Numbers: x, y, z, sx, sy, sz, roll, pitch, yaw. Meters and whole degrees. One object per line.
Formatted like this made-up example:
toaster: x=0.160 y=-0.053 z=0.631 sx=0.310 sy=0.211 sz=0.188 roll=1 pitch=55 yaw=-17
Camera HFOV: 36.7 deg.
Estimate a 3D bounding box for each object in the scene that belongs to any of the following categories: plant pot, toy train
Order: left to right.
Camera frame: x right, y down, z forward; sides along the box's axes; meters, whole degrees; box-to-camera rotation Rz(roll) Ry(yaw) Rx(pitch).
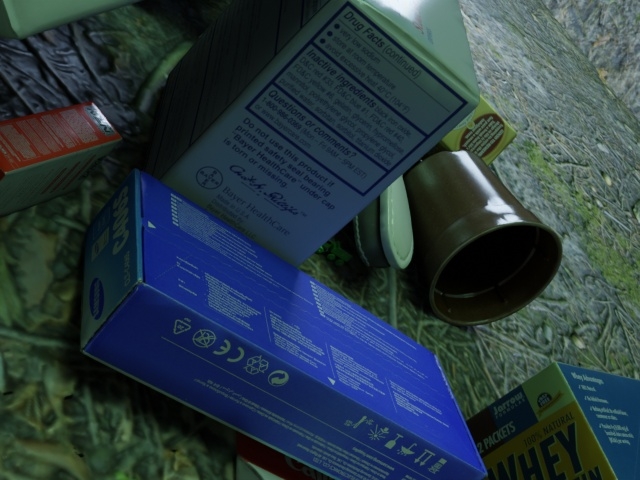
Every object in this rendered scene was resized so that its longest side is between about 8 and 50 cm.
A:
toy train: x=0.000 y=0.000 z=1.020 sx=0.083 sy=0.024 sz=0.017 roll=33 pitch=32 yaw=-28
plant pot: x=0.178 y=-0.012 z=1.162 sx=0.167 sy=0.167 sz=0.165 roll=24 pitch=29 yaw=-38

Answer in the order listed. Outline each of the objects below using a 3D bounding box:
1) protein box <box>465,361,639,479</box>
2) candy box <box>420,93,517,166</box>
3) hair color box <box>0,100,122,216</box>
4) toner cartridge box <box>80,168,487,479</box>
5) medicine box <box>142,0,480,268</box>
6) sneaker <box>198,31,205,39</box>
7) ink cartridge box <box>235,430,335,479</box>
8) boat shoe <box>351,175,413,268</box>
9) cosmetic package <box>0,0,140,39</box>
protein box: x=0.282 y=0.253 z=0.988 sx=0.200 sy=0.136 sz=0.201 roll=16 pitch=42 yaw=-45
candy box: x=0.104 y=-0.221 z=1.298 sx=0.316 sy=0.087 sz=0.183 roll=45 pitch=-3 yaw=-8
hair color box: x=-0.220 y=-0.059 z=0.728 sx=0.043 sy=0.072 sz=0.141 roll=51 pitch=27 yaw=3
toner cartridge box: x=-0.026 y=0.092 z=0.785 sx=0.348 sy=0.075 sz=0.165 roll=33 pitch=19 yaw=-27
medicine box: x=-0.019 y=-0.138 z=0.881 sx=0.149 sy=0.289 sz=0.263 roll=36 pitch=31 yaw=-24
sneaker: x=-0.047 y=-0.177 z=1.087 sx=0.232 sy=0.090 sz=0.115 roll=34 pitch=47 yaw=26
ink cartridge box: x=0.016 y=0.219 z=0.744 sx=0.181 sy=0.056 sz=0.224 roll=33 pitch=33 yaw=-27
boat shoe: x=0.051 y=-0.070 z=1.111 sx=0.305 sy=0.091 sz=0.109 roll=-88 pitch=164 yaw=-51
cosmetic package: x=-0.155 y=-0.365 z=0.676 sx=0.394 sy=0.327 sz=0.329 roll=-29 pitch=33 yaw=-34
